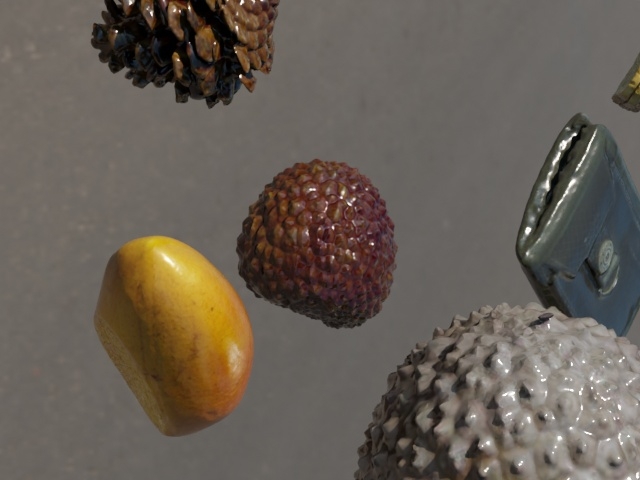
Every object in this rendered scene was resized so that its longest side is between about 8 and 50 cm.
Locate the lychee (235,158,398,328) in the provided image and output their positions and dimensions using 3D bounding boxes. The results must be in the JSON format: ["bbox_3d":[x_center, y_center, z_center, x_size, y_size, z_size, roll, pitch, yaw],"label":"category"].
[{"bbox_3d":[0.000,0.000,1.787,0.188,0.188,0.188,-3,90,-66],"label":"lychee"}]

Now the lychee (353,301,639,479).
[{"bbox_3d":[0.156,0.189,1.258,0.300,0.300,0.300,-3,90,-66],"label":"lychee"}]

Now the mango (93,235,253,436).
[{"bbox_3d":[-0.123,0.072,1.333,0.102,0.141,0.217,-39,144,-24],"label":"mango"}]

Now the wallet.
[{"bbox_3d":[0.256,0.015,1.474,0.168,0.052,0.245,-63,142,-22],"label":"wallet"}]

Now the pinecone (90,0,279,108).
[{"bbox_3d":[-0.116,-0.191,1.367,0.173,0.174,0.173,-3,90,-66],"label":"pinecone"}]

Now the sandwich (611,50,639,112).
[{"bbox_3d":[0.362,-0.186,1.757,0.093,0.036,0.105,-59,178,6],"label":"sandwich"}]
